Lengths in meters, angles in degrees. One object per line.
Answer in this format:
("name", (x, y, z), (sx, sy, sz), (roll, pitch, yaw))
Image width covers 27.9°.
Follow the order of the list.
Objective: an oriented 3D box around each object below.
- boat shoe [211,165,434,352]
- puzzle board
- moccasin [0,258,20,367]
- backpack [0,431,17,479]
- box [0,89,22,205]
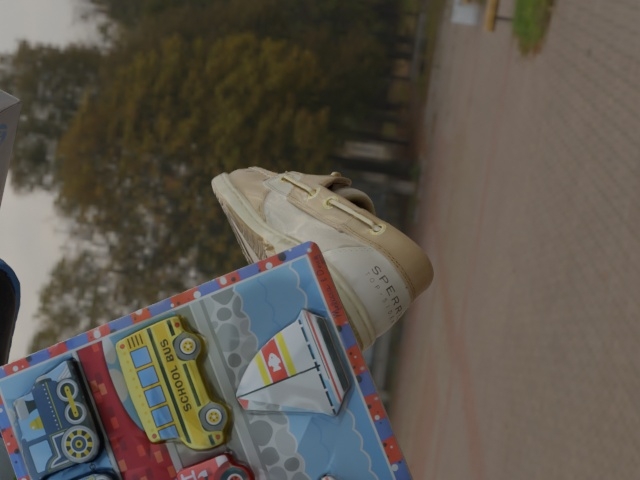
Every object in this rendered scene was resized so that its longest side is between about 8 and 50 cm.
("boat shoe", (0.000, 0.000, 0.577), (0.063, 0.059, 0.170), (64, 170, -28))
("puzzle board", (-0.022, 0.076, 0.328), (0.011, 0.096, 0.128), (38, -150, -81))
("moccasin", (-0.379, 0.154, 1.247), (0.117, 0.137, 0.342), (-43, -31, -52))
("backpack", (-0.329, 0.218, 1.006), (0.355, 0.290, 0.273), (-49, 9, 30))
("box", (-0.255, -0.048, 0.677), (0.038, 0.186, 0.145), (-45, -21, -56))
